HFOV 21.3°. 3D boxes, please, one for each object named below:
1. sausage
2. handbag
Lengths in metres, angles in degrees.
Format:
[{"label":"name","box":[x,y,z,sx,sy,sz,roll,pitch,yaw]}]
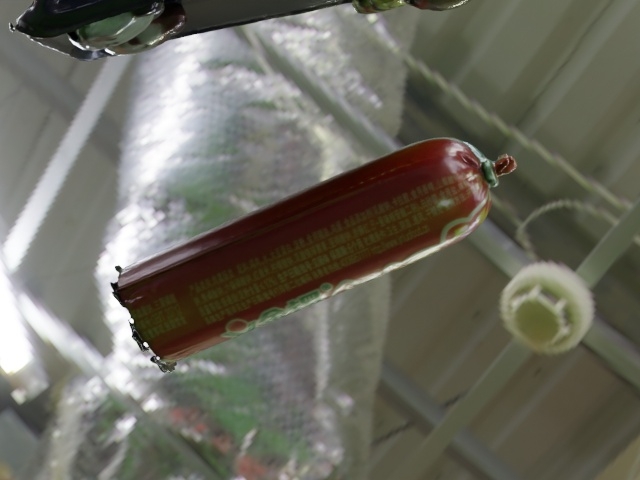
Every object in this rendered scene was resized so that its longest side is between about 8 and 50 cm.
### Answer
[{"label":"sausage","box":[0.000,0.000,1.065,0.264,0.083,0.083,-23,-77,13]},{"label":"handbag","box":[-0.033,-0.194,1.095,0.329,0.303,0.122,-8,-87,1]}]
